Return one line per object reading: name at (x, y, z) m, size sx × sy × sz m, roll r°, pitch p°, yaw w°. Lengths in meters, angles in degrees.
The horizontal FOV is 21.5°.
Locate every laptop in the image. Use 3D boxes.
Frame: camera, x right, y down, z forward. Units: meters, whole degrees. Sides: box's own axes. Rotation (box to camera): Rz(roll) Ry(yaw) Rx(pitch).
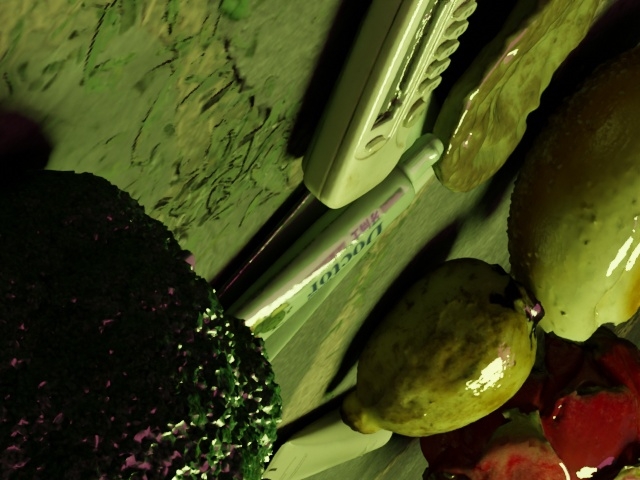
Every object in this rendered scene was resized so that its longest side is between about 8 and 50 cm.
laptop at (0.000, 0.000, 1.236) m, size 0.269 × 0.015 × 0.187 m, roll -49°, pitch 162°, yaw -4°

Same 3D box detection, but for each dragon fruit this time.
dragon fruit at (0.263, 0.239, 1.886) m, size 0.329 × 0.329 × 0.329 m, roll -44°, pitch 162°, yaw -18°

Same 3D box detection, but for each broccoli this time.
broccoli at (-0.139, 0.116, 0.823) m, size 0.254 × 0.269 × 0.269 m, roll -31°, pitch 155°, yaw -35°

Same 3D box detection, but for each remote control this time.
remote control at (0.047, -0.119, 1.047) m, size 0.090 × 0.049 × 0.230 m, roll -32°, pitch 156°, yaw -44°

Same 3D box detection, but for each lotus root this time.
lotus root at (0.108, 0.109, 1.541) m, size 0.214 × 0.138 × 0.138 m, roll -43°, pitch 164°, yaw 12°

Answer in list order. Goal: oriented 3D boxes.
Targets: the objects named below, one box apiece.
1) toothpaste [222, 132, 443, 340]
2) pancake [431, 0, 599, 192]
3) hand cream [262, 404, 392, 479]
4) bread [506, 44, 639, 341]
toothpaste at (-0.008, 0.016, 1.175) m, size 0.255 × 0.037 × 0.067 m, roll -43°, pitch 160°, yaw -9°
pancake at (0.155, -0.143, 1.277) m, size 0.222 × 0.042 × 0.236 m, roll -23°, pitch 146°, yaw -61°
hand cream at (0.004, 0.192, 1.599) m, size 0.186 × 0.054 × 0.087 m, roll -19°, pitch 150°, yaw -49°
bread at (0.275, -0.066, 1.526) m, size 0.314 × 0.171 × 0.192 m, roll -51°, pitch 159°, yaw -3°
